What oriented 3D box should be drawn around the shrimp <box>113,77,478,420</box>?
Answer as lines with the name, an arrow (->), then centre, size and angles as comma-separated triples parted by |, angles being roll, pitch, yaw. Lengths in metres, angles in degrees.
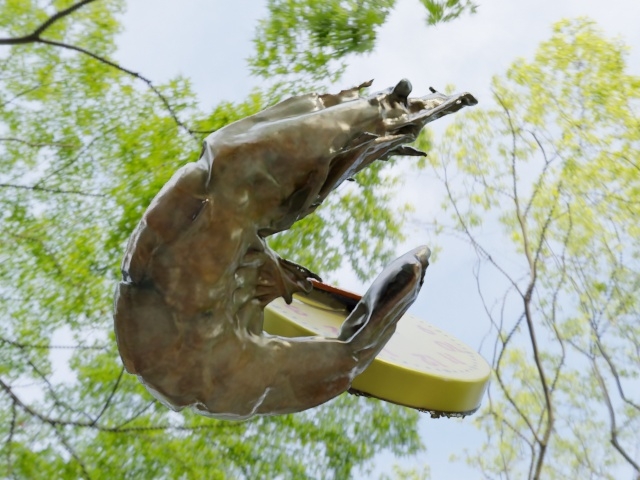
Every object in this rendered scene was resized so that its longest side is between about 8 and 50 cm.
shrimp -> 0.000, 0.000, 0.701 | 0.360, 0.085, 0.247 | -41, -63, -14

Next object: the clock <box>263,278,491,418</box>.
clock -> 0.045, 0.089, 0.924 | 0.293, 0.277, 0.071 | 29, -78, 40
